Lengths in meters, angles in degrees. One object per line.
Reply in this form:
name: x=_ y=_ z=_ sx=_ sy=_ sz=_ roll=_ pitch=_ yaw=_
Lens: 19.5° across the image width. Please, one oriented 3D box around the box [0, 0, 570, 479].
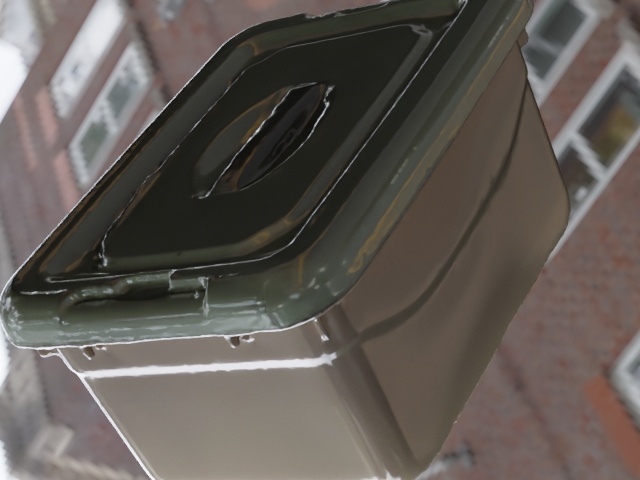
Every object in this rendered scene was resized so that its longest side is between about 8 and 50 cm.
box: x=0.000 y=0.000 z=0.411 sx=0.122 sy=0.089 sz=0.062 roll=-55 pitch=-52 yaw=-43
